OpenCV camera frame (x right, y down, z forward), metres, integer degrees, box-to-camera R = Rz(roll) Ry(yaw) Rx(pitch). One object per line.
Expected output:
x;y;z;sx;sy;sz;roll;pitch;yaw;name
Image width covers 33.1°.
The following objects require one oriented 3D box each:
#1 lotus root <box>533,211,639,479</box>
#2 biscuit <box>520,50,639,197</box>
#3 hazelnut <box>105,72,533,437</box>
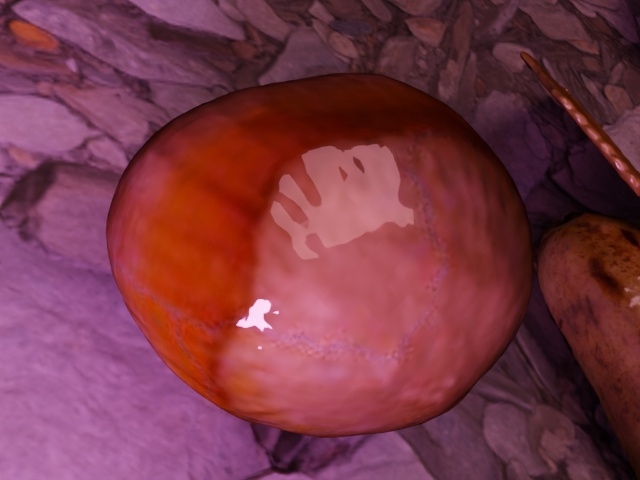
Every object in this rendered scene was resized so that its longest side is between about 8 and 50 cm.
0.223;0.086;0.685;0.110;0.097;0.258;-5;63;-43;lotus root
0.234;-0.040;0.786;0.237;0.013;0.232;52;16;15;biscuit
0.000;0.000;0.531;0.214;0.176;0.214;24;16;-7;hazelnut
